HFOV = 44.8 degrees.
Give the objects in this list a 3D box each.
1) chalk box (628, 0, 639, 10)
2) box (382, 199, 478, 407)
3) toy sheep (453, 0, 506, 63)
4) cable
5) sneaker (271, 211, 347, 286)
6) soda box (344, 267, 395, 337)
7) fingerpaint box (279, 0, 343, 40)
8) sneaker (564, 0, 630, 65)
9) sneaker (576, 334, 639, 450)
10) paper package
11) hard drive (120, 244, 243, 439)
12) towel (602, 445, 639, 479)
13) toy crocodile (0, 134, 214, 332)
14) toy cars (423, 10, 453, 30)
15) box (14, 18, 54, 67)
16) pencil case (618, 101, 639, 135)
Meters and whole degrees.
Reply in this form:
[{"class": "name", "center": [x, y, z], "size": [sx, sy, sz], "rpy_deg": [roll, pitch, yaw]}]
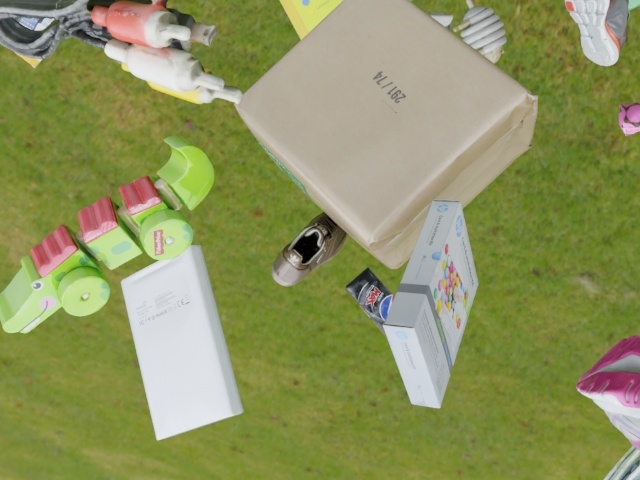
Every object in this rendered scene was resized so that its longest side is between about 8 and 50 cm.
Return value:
[{"class": "chalk box", "center": [0.549, -0.519, 1.281], "size": [0.289, 0.180, 0.179], "rpy_deg": [34, 161, -18]}, {"class": "box", "center": [0.130, 0.070, 0.875], "size": [0.038, 0.186, 0.145], "rpy_deg": [3, 137, 26]}, {"class": "toy sheep", "center": [0.305, -0.397, 1.475], "size": [0.091, 0.091, 0.132], "rpy_deg": [-14, 108, 41]}, {"class": "cable", "center": [-0.207, -0.181, 0.670], "size": [0.287, 0.072, 0.139], "rpy_deg": [10, 160, 23]}, {"class": "sneaker", "center": [0.000, 0.000, 1.187], "size": [0.066, 0.188, 0.071], "rpy_deg": [41, 138, 2]}, {"class": "soda box", "center": [0.114, 0.126, 1.305], "size": [0.169, 0.053, 0.060], "rpy_deg": [48, 175, 5]}, {"class": "fingerpaint box", "center": [0.093, -0.640, 1.538], "size": [0.444, 0.163, 0.371], "rpy_deg": [-27, 101, 19]}, {"class": "sneaker", "center": [0.345, -0.291, 0.952], "size": [0.061, 0.065, 0.158], "rpy_deg": [31, 162, 40]}, {"class": "sneaker", "center": [0.336, 0.155, 0.676], "size": [0.111, 0.103, 0.252], "rpy_deg": [50, 174, -6]}, {"class": "paper package", "center": [0.094, -0.171, 1.150], "size": [0.325, 0.309, 0.168], "rpy_deg": [46, 177, 25]}, {"class": "hard drive", "center": [-0.257, 0.187, 1.412], "size": [0.203, 0.308, 0.040], "rpy_deg": [-25, 165, 34]}, {"class": "towel", "center": [0.494, 0.346, 1.021], "size": [0.374, 0.090, 0.321], "rpy_deg": [12, 116, -34]}, {"class": "toy crocodile", "center": [-0.281, -0.004, 1.011], "size": [0.115, 0.340, 0.105], "rpy_deg": [53, 177, 43]}, {"class": "toy cars", "center": [0.284, -0.485, 2.102], "size": [0.176, 0.087, 0.394], "rpy_deg": [-30, 151, 2]}, {"class": "box", "center": [-0.424, -0.340, 1.178], "size": [0.081, 0.136, 0.028], "rpy_deg": [41, 175, -29]}, {"class": "pencil case", "center": [0.884, -0.315, 2.014], "size": [0.209, 0.098, 0.095], "rpy_deg": [-1, 152, 23]}]
